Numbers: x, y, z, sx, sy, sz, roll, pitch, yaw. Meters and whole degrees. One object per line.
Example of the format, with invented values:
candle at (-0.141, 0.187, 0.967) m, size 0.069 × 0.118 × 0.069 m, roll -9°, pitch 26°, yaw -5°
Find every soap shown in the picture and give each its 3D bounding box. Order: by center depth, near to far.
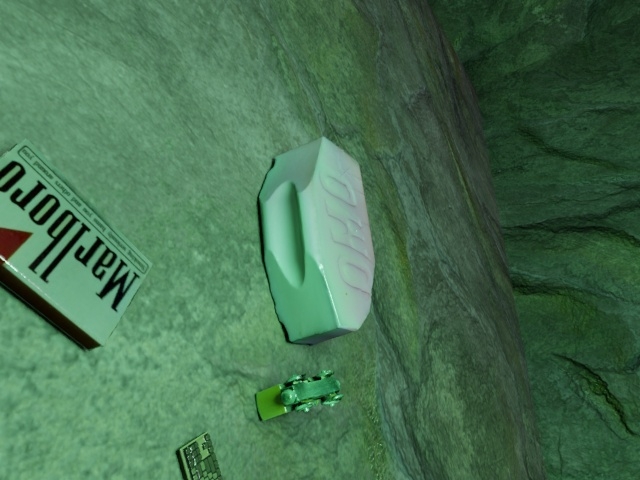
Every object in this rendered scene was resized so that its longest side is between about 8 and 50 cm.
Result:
soap at (0.000, 0.000, 0.836) m, size 0.193 × 0.109 × 0.323 m, roll 24°, pitch 54°, yaw -51°

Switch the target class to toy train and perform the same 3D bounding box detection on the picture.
toy train at (-0.025, 0.207, 0.695) m, size 0.122 × 0.081 × 0.050 m, roll 14°, pitch 53°, yaw -57°

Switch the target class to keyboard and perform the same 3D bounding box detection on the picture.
keyboard at (-0.119, 0.278, 0.564) m, size 0.049 × 0.015 × 0.129 m, roll -10°, pitch 81°, yaw -60°

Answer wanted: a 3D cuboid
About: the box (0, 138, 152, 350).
box at (-0.250, 0.006, 0.492) m, size 0.177 × 0.036 × 0.115 m, roll 53°, pitch 34°, yaw -28°
